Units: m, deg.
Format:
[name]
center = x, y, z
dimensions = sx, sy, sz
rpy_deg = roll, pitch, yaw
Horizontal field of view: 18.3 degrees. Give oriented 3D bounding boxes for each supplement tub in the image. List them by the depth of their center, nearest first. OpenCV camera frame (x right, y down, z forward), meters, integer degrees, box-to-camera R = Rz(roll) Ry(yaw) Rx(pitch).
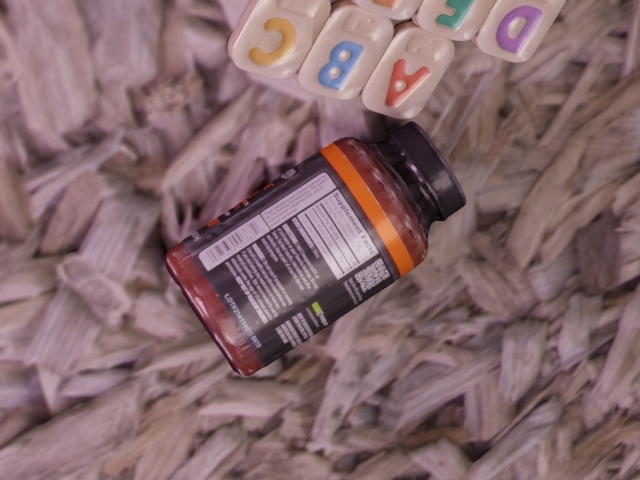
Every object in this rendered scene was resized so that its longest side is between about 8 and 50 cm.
[supplement tub]
center = 0.000, 0.000, 1.360
dimensions = 0.198, 0.106, 0.106
rpy_deg = -33, 135, -4

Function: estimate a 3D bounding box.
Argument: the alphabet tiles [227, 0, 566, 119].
[alphabet tiles]
center = 0.068, -0.208, 1.292
dimensions = 0.284, 0.021, 0.278
rpy_deg = 14, 117, -38
